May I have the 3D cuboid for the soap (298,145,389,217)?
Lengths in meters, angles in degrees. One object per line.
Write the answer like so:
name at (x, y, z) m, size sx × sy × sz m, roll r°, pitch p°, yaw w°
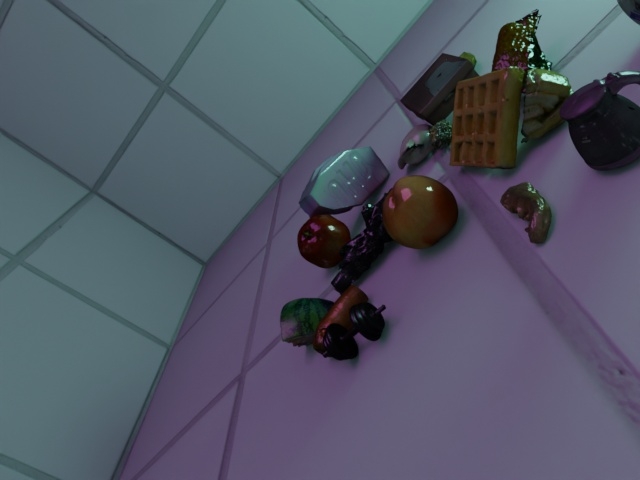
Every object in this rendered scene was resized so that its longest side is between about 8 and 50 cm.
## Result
soap at (0.075, -0.198, 1.602) m, size 0.324 × 0.193 × 0.109 m, roll -45°, pitch 13°, yaw -27°

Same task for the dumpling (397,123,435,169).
dumpling at (0.312, -0.308, 1.511) m, size 0.176 × 0.092 × 0.150 m, roll -65°, pitch 10°, yaw -25°

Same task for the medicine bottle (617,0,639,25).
medicine bottle at (0.695, -0.522, 0.868) m, size 0.215 × 0.135 × 0.135 m, roll -46°, pitch 19°, yaw 22°

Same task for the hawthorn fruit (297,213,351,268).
hawthorn fruit at (0.000, 0.000, 1.515) m, size 0.179 × 0.200 × 0.179 m, roll -8°, pitch 77°, yaw 39°

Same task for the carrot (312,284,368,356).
carrot at (0.048, 0.208, 1.204) m, size 0.193 × 0.087 × 0.087 m, roll -59°, pitch 19°, yaw -19°

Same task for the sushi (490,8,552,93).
sushi at (0.520, -0.460, 1.189) m, size 0.140 × 0.149 × 0.287 m, roll 4°, pitch 51°, yaw 27°

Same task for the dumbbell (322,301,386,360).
dumbbell at (0.077, 0.216, 1.087) m, size 0.208 × 0.099 × 0.099 m, roll -44°, pitch 20°, yaw 24°

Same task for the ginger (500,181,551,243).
ginger at (0.399, -0.063, 0.889) m, size 0.069 × 0.051 × 0.173 m, roll -49°, pitch 16°, yaw 24°

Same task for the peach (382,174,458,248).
peach at (0.235, -0.070, 1.111) m, size 0.184 × 0.184 × 0.184 m, roll -46°, pitch 19°, yaw 21°

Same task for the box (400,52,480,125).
box at (0.384, -0.486, 1.494) m, size 0.215 × 0.086 × 0.215 m, roll -47°, pitch 24°, yaw 15°

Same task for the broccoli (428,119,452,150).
broccoli at (0.369, -0.323, 1.412) m, size 0.092 × 0.095 × 0.097 m, roll 119°, pitch 139°, yaw -55°

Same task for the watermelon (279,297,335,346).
watermelon at (-0.020, 0.215, 1.355) m, size 0.146 × 0.128 × 0.231 m, roll -26°, pitch 25°, yaw 20°

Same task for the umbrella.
umbrella at (0.133, -0.003, 1.326) m, size 0.336 × 0.128 × 0.154 m, roll -50°, pitch 20°, yaw 20°

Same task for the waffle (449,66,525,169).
waffle at (0.393, -0.287, 1.118) m, size 0.248 × 0.055 × 0.221 m, roll -137°, pitch 46°, yaw -75°

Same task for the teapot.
teapot at (0.487, -0.203, 0.773) m, size 0.148 × 0.146 × 0.116 m, roll -24°, pitch 34°, yaw 57°

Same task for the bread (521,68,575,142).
bread at (0.498, -0.291, 1.008) m, size 0.110 × 0.156 × 0.103 m, roll 2°, pitch 38°, yaw 17°

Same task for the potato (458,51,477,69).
potato at (0.503, -0.597, 1.618) m, size 0.119 × 0.054 × 0.198 m, roll -40°, pitch 20°, yaw 36°
